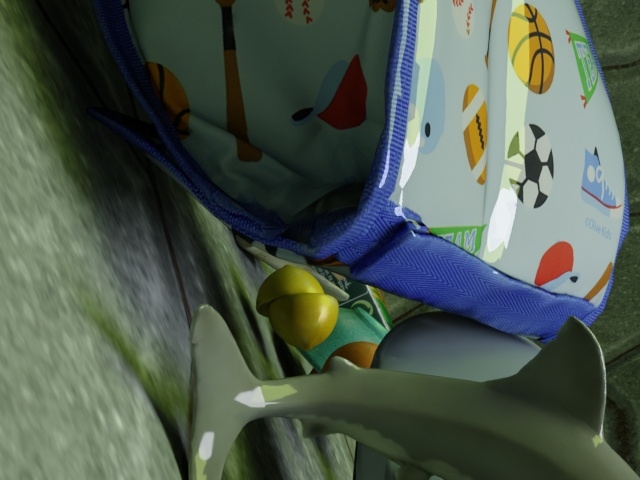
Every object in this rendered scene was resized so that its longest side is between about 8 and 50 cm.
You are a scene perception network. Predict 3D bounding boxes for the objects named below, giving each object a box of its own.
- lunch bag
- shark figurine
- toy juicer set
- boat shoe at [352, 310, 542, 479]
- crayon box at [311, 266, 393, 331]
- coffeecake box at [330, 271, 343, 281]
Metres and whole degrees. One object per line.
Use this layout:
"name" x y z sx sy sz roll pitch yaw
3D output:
"lunch bag" 0.024 -0.129 0.775 0.328 0.239 0.385 19 47 -57
"shark figurine" 0.071 0.079 0.601 0.278 0.116 0.166 24 24 -6
"toy juicer set" 0.002 0.087 1.036 0.209 0.089 0.329 40 4 -36
"boat shoe" 0.066 0.178 0.724 0.367 0.135 0.156 -76 -174 -65
"crayon box" 0.000 0.000 1.468 0.318 0.081 0.202 -101 166 -77
"coffeecake box" -0.028 -0.063 1.119 0.185 0.068 0.142 48 0 13
